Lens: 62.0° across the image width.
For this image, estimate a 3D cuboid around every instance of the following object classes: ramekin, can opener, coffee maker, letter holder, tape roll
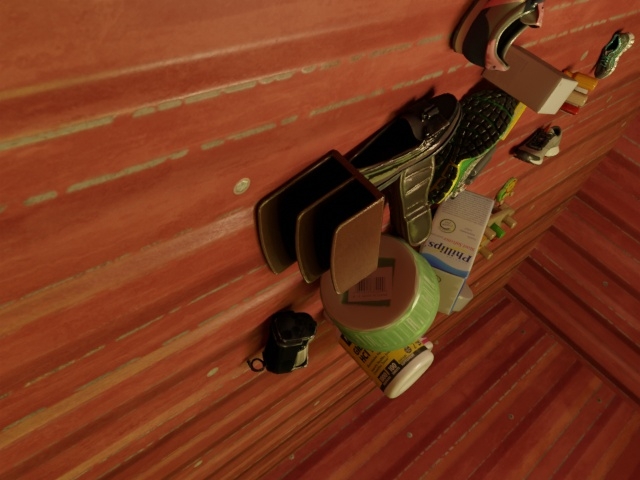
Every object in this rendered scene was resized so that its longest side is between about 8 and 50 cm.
[{"bbox_3d":[0.145,0.126,1.385,0.303,0.303,0.148,-45,149,0],"label":"ramekin"},{"bbox_3d":[0.422,-0.209,1.552,0.280,0.093,0.074,-39,159,-33],"label":"can opener"},{"bbox_3d":[-0.102,0.287,1.455,0.171,0.120,0.178,-30,151,-29],"label":"coffee maker"},{"bbox_3d":[0.000,0.000,1.122,0.214,0.152,0.302,-35,154,-16],"label":"letter holder"},{"bbox_3d":[0.491,0.178,2.099,0.219,0.219,0.072,-4,134,-56],"label":"tape roll"}]

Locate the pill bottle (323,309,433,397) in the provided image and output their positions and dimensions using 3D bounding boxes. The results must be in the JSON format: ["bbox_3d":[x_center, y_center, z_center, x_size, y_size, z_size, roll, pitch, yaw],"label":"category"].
[{"bbox_3d":[0.167,0.301,1.640,0.188,0.334,0.188,-36,155,-20],"label":"pill bottle"}]

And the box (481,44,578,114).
[{"bbox_3d":[0.497,-0.384,1.266,0.130,0.170,0.091,-13,141,-49],"label":"box"}]

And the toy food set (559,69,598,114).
[{"bbox_3d":[0.810,-0.481,1.743,0.111,0.105,0.232,-66,169,13],"label":"toy food set"}]

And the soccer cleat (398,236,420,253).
[{"bbox_3d":[0.264,-0.015,1.531,0.083,0.095,0.248,-14,141,-24],"label":"soccer cleat"}]

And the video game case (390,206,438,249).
[{"bbox_3d":[0.294,-0.013,1.720,0.274,0.026,0.196,-19,145,-46],"label":"video game case"}]

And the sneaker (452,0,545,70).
[{"bbox_3d":[0.392,-0.473,1.006,0.112,0.131,0.319,-12,140,-50],"label":"sneaker"}]

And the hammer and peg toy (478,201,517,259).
[{"bbox_3d":[0.686,-0.018,2.206,0.361,0.127,0.266,-20,146,-43],"label":"hammer and peg toy"}]

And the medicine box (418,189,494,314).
[{"bbox_3d":[0.389,0.032,1.611,0.263,0.149,0.289,86,27,-60],"label":"medicine box"}]

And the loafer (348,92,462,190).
[{"bbox_3d":[0.178,-0.212,1.124,0.302,0.109,0.095,-40,152,-3],"label":"loafer"}]

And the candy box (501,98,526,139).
[{"bbox_3d":[0.499,-0.346,1.397,0.206,0.027,0.105,-61,176,-54],"label":"candy box"}]

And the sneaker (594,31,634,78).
[{"bbox_3d":[0.968,-0.623,1.788,0.076,0.065,0.166,-5,133,-32],"label":"sneaker"}]

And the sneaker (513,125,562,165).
[{"bbox_3d":[0.771,-0.340,1.886,0.271,0.100,0.108,-28,137,-40],"label":"sneaker"}]

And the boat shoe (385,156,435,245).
[{"bbox_3d":[0.204,-0.129,1.300,0.111,0.104,0.307,-22,129,-24],"label":"boat shoe"}]

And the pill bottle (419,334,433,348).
[{"bbox_3d":[0.228,0.309,1.810,0.160,0.283,0.160,-36,155,-20],"label":"pill bottle"}]

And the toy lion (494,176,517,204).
[{"bbox_3d":[0.746,-0.203,2.129,0.100,0.034,0.096,-37,148,-17],"label":"toy lion"}]

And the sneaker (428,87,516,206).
[{"bbox_3d":[0.358,-0.240,1.365,0.343,0.134,0.146,-50,167,25],"label":"sneaker"}]
